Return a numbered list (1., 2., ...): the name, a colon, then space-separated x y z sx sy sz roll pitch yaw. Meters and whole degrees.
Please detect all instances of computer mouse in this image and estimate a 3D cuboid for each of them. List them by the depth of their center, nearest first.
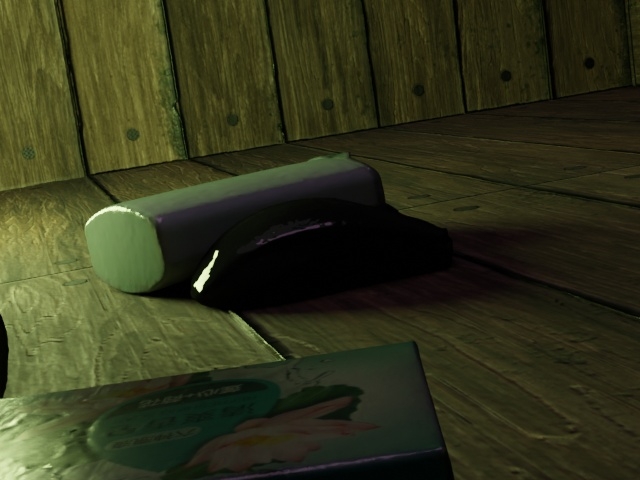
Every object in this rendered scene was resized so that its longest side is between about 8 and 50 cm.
1. computer mouse: 0.000 0.000 1.094 0.270 0.086 0.137 -10 11 -19

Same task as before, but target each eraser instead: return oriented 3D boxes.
1. eraser: -0.094 -0.023 1.238 0.290 0.104 0.189 -15 12 -35

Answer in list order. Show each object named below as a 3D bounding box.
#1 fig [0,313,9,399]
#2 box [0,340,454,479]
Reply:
1. fig: -0.304 0.038 0.693 0.203 0.235 0.203 -3 10 1
2. box: -0.067 0.117 0.456 0.245 0.092 0.153 -8 10 1
